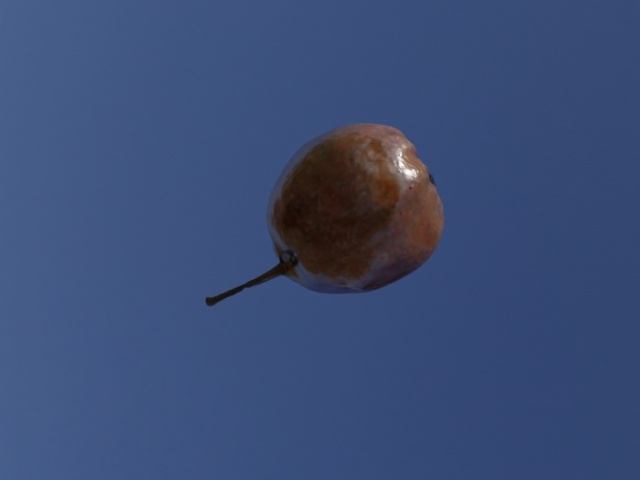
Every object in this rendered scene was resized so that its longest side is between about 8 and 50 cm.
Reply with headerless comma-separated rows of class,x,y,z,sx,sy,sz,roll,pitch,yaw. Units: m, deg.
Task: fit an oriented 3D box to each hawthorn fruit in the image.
hawthorn fruit,0.000,0.000,0.496,0.103,0.067,0.066,-40,-130,4
